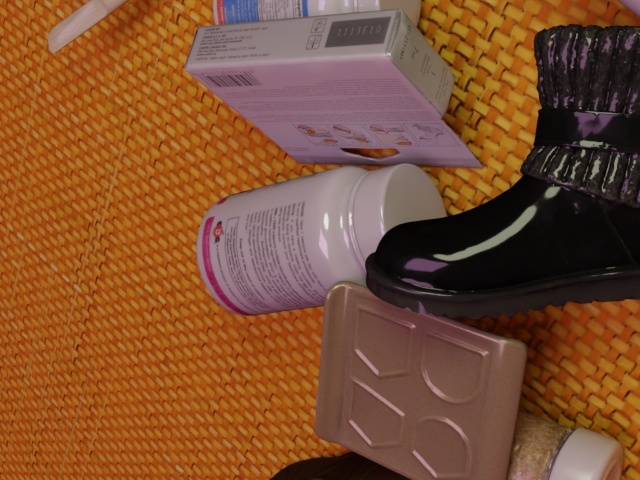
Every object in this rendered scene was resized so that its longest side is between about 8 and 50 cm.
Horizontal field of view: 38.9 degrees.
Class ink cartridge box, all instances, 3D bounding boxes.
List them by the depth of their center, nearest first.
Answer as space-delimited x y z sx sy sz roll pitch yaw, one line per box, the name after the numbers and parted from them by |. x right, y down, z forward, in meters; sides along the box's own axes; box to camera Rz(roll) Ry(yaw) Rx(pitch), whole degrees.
0.024 -0.161 1.020 0.275 0.239 0.060 5 72 36 | ink cartridge box

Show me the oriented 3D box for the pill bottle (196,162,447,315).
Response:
0.000 0.000 1.094 0.283 0.160 0.160 -11 99 39 | pill bottle

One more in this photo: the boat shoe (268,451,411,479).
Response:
0.041 0.348 1.222 0.302 0.109 0.098 -23 96 45 | boat shoe

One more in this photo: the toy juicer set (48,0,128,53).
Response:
-0.289 -0.432 1.223 0.209 0.089 0.329 -5 96 23 | toy juicer set

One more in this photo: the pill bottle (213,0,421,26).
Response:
-0.003 -0.267 1.029 0.221 0.124 0.124 7 109 34 | pill bottle

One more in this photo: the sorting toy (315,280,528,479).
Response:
0.102 0.210 1.013 0.229 0.041 0.307 17 116 27 | sorting toy

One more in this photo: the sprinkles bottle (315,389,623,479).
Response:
0.166 0.233 1.073 0.355 0.121 0.121 17 115 32 | sprinkles bottle

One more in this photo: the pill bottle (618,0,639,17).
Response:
0.228 -0.332 0.806 0.283 0.161 0.161 45 127 16 | pill bottle

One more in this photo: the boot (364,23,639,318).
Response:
0.207 -0.074 0.876 0.347 0.131 0.260 -6 109 2 | boot
